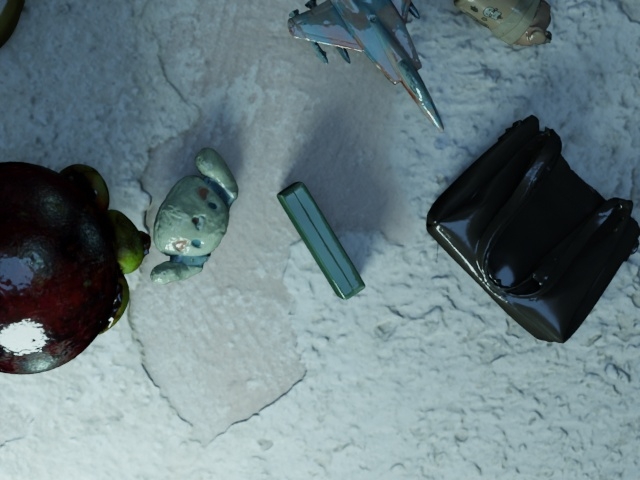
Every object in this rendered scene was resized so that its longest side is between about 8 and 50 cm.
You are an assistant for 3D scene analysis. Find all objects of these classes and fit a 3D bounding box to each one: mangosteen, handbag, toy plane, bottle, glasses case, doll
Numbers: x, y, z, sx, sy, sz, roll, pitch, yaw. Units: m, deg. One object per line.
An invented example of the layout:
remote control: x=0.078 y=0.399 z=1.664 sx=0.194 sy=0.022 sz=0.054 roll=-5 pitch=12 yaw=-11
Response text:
mangosteen: x=-0.384 y=0.034 z=1.399 sx=0.300 sy=0.300 sz=0.300 roll=0 pitch=94 yaw=-6
handbag: x=0.329 y=-0.018 z=1.568 sx=0.285 sy=0.113 sz=0.257 roll=43 pitch=81 yaw=-7
toy plane: x=0.088 y=-0.298 z=1.525 sx=0.223 sy=0.104 sz=0.326 roll=-33 pitch=101 yaw=-2
bottle: x=0.281 y=-0.347 z=1.550 sx=0.152 sy=0.099 sz=0.099 roll=30 pitch=90 yaw=-16
glasses case: x=0.000 y=0.000 z=1.544 sx=0.039 sy=0.078 sz=0.184 roll=-32 pitch=97 yaw=-6
doll: x=-0.187 y=-0.030 z=1.527 sx=0.103 sy=0.071 sz=0.214 roll=26 pitch=82 yaw=-29

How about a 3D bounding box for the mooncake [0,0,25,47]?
mooncake: x=-0.513 y=-0.374 z=1.445 sx=0.234 sy=0.117 sz=0.235 roll=0 pitch=93 yaw=-9
